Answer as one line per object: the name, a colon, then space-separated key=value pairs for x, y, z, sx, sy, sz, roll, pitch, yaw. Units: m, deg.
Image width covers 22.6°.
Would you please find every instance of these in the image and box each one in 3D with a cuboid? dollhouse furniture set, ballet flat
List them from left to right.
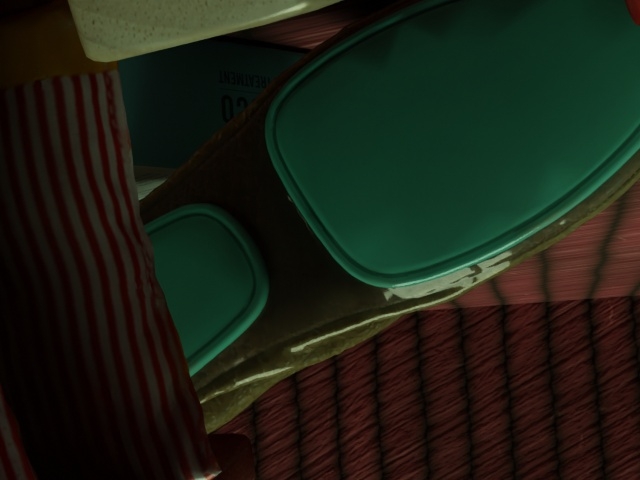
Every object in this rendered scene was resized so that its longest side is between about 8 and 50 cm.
dollhouse furniture set: x=-0.006 y=-0.005 z=0.378 sx=0.374 sy=0.201 sz=0.152 roll=-6 pitch=-165 yaw=29
ballet flat: x=0.000 y=0.000 z=0.655 sx=0.342 sy=0.116 sz=0.124 roll=-35 pitch=170 yaw=11

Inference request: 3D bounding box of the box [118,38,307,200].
box: x=-0.046 y=-0.049 z=0.736 sx=0.244 sy=0.060 sz=0.100 roll=3 pitch=170 yaw=-43
